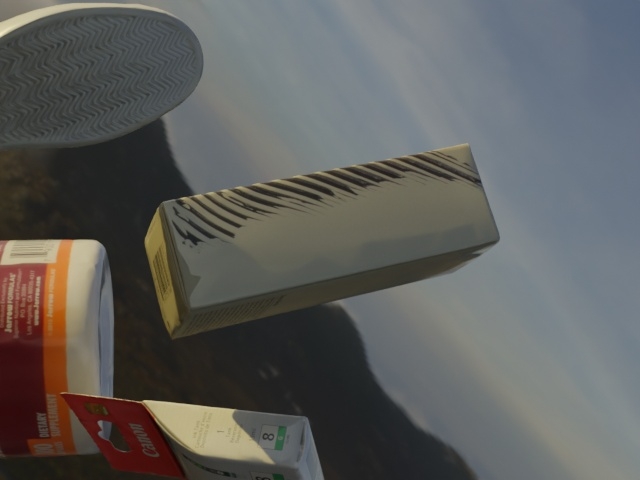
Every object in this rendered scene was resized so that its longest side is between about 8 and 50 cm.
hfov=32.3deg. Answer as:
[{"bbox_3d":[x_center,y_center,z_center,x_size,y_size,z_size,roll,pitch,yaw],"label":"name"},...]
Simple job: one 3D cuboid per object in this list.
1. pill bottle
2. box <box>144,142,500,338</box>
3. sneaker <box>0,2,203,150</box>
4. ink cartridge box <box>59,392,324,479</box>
[{"bbox_3d":[-0.415,0.113,1.122,0.224,0.392,0.224,179,-90,-84],"label":"pill bottle"},{"bbox_3d":[0.000,0.000,0.927,0.113,0.275,0.094,135,-60,-66],"label":"box"},{"bbox_3d":[-0.248,-0.132,0.829,0.169,0.292,0.108,-133,-149,-54],"label":"sneaker"},{"bbox_3d":[-0.111,0.207,0.998,0.181,0.224,0.056,78,18,-55],"label":"ink cartridge box"}]
